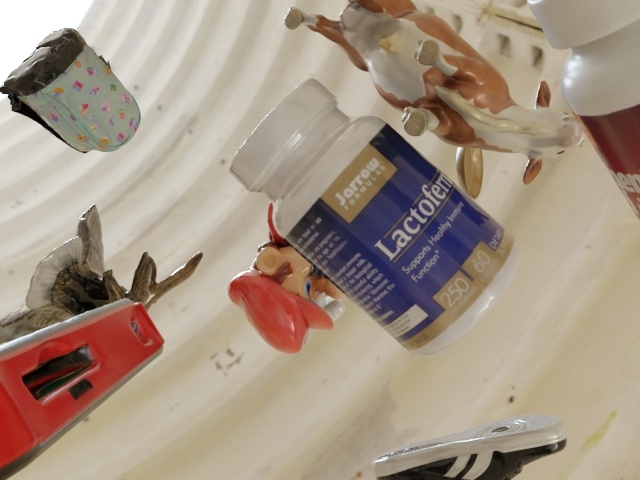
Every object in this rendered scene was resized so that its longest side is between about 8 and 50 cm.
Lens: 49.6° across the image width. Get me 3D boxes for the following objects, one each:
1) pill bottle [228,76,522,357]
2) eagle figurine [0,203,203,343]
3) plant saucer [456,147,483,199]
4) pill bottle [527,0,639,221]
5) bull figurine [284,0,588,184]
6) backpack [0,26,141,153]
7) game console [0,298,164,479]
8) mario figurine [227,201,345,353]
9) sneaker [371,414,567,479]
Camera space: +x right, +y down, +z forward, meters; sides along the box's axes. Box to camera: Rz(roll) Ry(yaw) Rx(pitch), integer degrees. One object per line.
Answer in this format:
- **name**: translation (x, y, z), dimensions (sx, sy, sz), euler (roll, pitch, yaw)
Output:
- **pill bottle**: translation (0.050, -0.025, 0.674), dimensions (0.265, 0.153, 0.153), euler (41, -48, -2)
- **eagle figurine**: translation (-0.340, 0.077, 0.983), dimensions (0.298, 0.226, 0.225), euler (16, -70, 43)
- **plant saucer**: translation (0.179, -0.091, 0.838), dimensions (0.015, 0.083, 0.083), euler (0, -88, 28)
- **pill bottle**: translation (0.230, -0.087, 0.434), dimensions (0.121, 0.121, 0.221), euler (-19, -65, 50)
- **bull figurine**: translation (0.110, -0.165, 0.687), dimensions (0.310, 0.188, 0.101), euler (42, -68, 28)
- **backpack**: translation (-0.367, -0.213, 1.058), dimensions (0.115, 0.182, 0.152), euler (11, -123, 42)
- **game console**: translation (-0.291, 0.138, 0.439), dimensions (0.386, 0.342, 0.060), euler (-130, -164, -89)
- **mario figurine**: translation (0.000, 0.000, 0.926), dimensions (0.170, 0.198, 0.320), euler (-20, -131, 46)
- **sneaker**: translation (0.170, 0.264, 0.734), dimensions (0.217, 0.079, 0.121), euler (-22, -97, 27)
